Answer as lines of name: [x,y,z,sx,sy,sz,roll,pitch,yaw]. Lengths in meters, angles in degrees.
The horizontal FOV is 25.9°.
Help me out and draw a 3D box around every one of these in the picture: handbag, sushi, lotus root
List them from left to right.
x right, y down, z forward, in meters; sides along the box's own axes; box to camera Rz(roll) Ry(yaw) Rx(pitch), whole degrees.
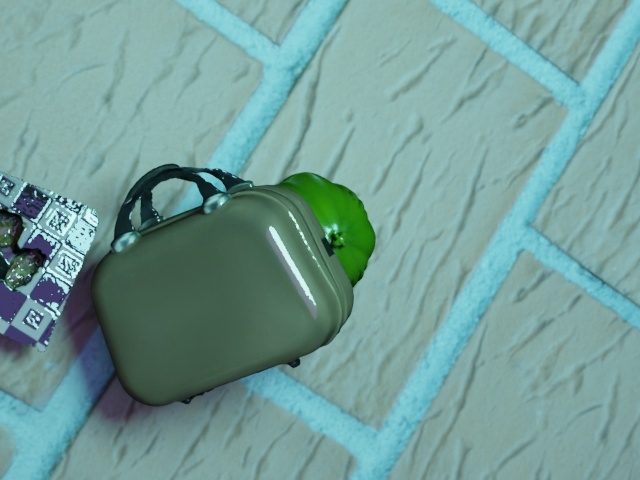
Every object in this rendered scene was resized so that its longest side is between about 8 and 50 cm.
sushi: [-0.404,0.013,1.729,0.210,0.040,0.193,25,77,-14]
handbag: [-0.136,0.038,1.698,0.302,0.149,0.283,-22,96,24]
lotus root: [0.000,0.000,1.789,0.186,0.186,0.186,-1,92,-18]
